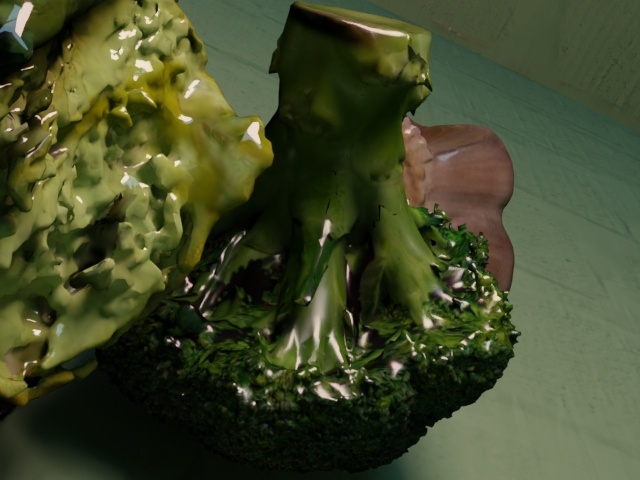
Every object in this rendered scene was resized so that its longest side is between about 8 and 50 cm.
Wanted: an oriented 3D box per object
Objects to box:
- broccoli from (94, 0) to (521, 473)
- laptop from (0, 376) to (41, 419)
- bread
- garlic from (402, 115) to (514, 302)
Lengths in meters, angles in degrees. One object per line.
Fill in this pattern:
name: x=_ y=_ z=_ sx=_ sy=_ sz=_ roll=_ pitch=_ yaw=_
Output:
broccoli: x=0.000 y=0.000 z=0.597 sx=0.297 sy=0.297 sz=0.297 roll=12 pitch=21 yaw=-5
laptop: x=-0.261 y=0.041 z=0.594 sx=0.197 sy=0.016 sz=0.135 roll=25 pitch=24 yaw=0
bread: x=-0.221 y=-0.068 z=0.490 sx=0.376 sy=0.251 sz=0.208 roll=17 pitch=-24 yaw=35
garlic: x=0.063 y=-0.025 z=0.859 sx=0.237 sy=0.210 sz=0.292 roll=9 pitch=-4 yaw=10
